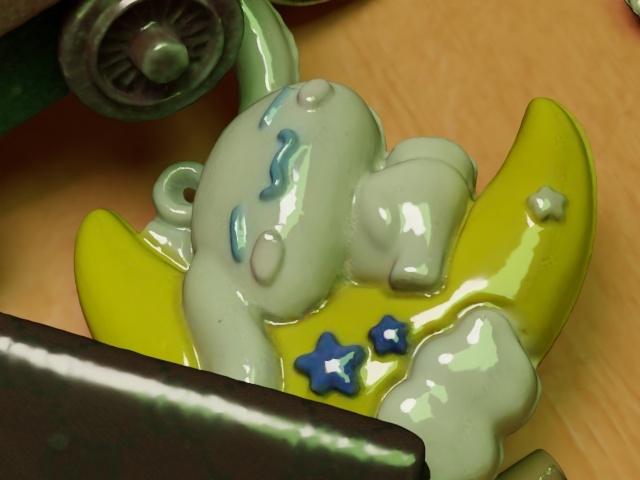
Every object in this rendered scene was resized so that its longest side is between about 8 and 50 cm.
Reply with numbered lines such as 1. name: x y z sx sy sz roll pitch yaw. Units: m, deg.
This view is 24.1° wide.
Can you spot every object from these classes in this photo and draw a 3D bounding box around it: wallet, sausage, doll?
1. wallet: -0.085 0.132 0.611 0.229 0.049 0.181 16 98 3
2. sausage: 0.059 0.130 0.677 0.116 0.026 0.026 -26 70 -17
3. doll: 0.000 0.000 0.685 0.237 0.111 0.252 13 74 18

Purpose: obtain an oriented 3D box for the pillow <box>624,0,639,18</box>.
1. pillow: 0.256 -0.195 0.853 0.131 0.038 0.232 24 64 2

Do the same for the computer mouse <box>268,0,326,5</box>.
1. computer mouse: 0.013 -0.189 0.814 0.199 0.045 0.102 -35 70 -28

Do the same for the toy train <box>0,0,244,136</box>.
1. toy train: -0.173 -0.115 0.624 0.304 0.221 0.150 -34 52 1
